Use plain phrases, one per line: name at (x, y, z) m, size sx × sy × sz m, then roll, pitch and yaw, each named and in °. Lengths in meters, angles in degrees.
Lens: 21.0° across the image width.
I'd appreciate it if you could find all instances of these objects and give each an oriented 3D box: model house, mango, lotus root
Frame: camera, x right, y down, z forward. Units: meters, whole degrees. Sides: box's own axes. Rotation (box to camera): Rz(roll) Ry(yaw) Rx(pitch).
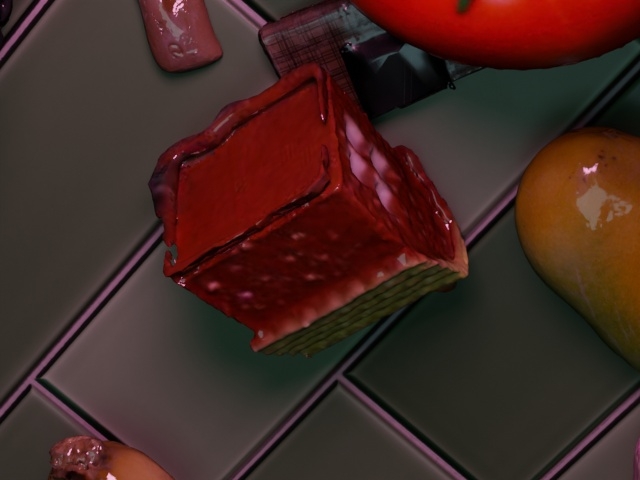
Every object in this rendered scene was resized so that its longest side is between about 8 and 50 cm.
model house at (0.000, 0.000, 1.551) m, size 0.196 × 0.160 × 0.254 m, roll -31°, pitch 129°, yaw 23°
mango at (0.275, 0.013, 1.541) m, size 0.156 × 0.114 × 0.251 m, roll -33°, pitch 101°, yaw 12°
lotus root at (-0.176, 0.319, 1.722) m, size 0.146 × 0.131 × 0.303 m, roll -14°, pitch 108°, yaw 38°

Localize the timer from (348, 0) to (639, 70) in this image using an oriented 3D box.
timer at (0.154, -0.320, 1.335) m, size 0.378 × 0.279 × 0.378 m, roll 2°, pitch 101°, yaw 9°

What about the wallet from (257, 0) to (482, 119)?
wallet at (0.069, -0.181, 1.541) m, size 0.230 × 0.042 × 0.124 m, roll -23°, pitch 103°, yaw 15°

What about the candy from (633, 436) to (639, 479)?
candy at (0.345, 0.328, 1.627) m, size 0.116 × 0.155 × 0.265 m, roll 3°, pitch 111°, yaw 3°

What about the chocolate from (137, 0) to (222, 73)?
chocolate at (-0.133, -0.200, 1.572) m, size 0.064 × 0.031 × 0.100 m, roll -14°, pitch 106°, yaw 9°

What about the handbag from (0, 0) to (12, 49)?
handbag at (-0.347, -0.244, 1.470) m, size 0.181 × 0.254 × 0.181 m, roll 12°, pitch 115°, yaw -8°
